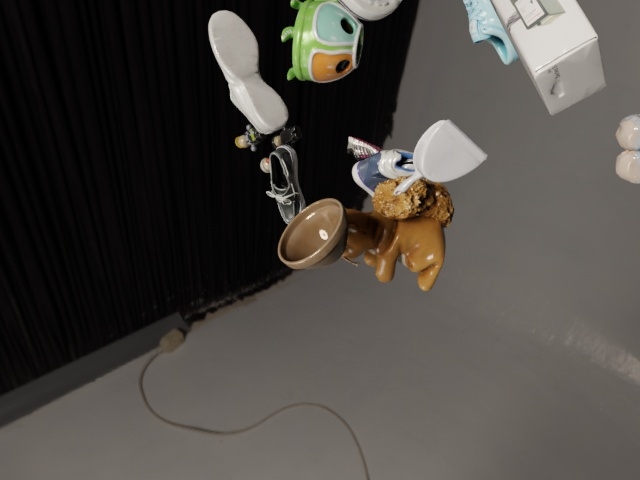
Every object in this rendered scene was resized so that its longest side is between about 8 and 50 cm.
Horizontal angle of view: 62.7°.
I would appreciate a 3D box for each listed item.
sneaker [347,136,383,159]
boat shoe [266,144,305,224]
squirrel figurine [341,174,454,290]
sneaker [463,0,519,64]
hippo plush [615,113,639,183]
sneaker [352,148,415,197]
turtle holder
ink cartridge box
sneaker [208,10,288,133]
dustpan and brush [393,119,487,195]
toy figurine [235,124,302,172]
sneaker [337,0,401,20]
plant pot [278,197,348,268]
[{"bbox_3d":[0.170,-0.335,2.005,0.171,0.074,0.063,29,21,24],"label":"sneaker"},{"bbox_3d":[-0.127,-0.181,1.875,0.113,0.306,0.105,14,33,24],"label":"boat shoe"},{"bbox_3d":[0.228,-0.062,1.744,0.371,0.396,0.281,15,30,-12],"label":"squirrel figurine"},{"bbox_3d":[0.500,-0.690,1.597,0.366,0.150,0.135,42,3,-6],"label":"sneaker"},{"bbox_3d":[0.807,-0.262,1.170,0.234,0.294,0.236,45,43,-6],"label":"hippo plush"},{"bbox_3d":[0.293,-0.208,1.839,0.236,0.323,0.130,-11,59,47],"label":"sneaker"},{"bbox_3d":[0.023,-0.655,1.703,0.228,0.243,0.320,9,41,10],"label":"turtle holder"},{"bbox_3d":[0.417,-0.404,0.991,0.198,0.115,0.272,18,49,-56],"label":"ink cartridge box"},{"bbox_3d":[-0.138,-0.278,0.900,0.080,0.212,0.094,-31,13,-25],"label":"sneaker"},{"bbox_3d":[0.247,-0.166,1.188,0.147,0.211,0.060,35,23,-24],"label":"dustpan and brush"},{"bbox_3d":[-0.201,-0.393,2.025,0.148,0.210,0.212,-17,44,44],"label":"toy figurine"},{"bbox_3d":[0.003,-0.433,0.707,0.126,0.320,0.127,-30,6,-15],"label":"sneaker"},{"bbox_3d":[0.000,0.000,1.528,0.238,0.110,0.237,-30,35,24],"label":"plant pot"}]
